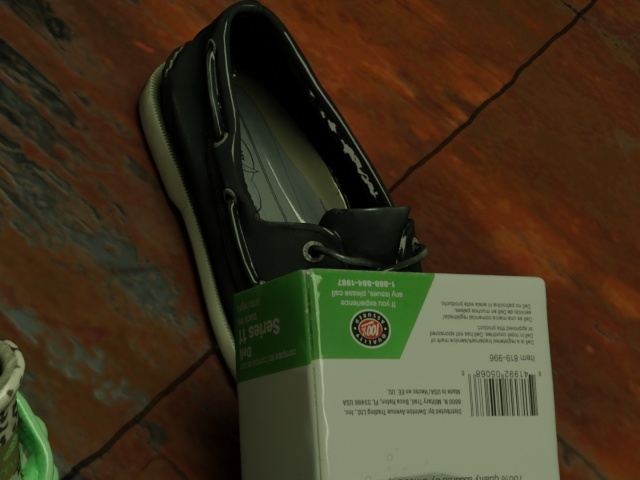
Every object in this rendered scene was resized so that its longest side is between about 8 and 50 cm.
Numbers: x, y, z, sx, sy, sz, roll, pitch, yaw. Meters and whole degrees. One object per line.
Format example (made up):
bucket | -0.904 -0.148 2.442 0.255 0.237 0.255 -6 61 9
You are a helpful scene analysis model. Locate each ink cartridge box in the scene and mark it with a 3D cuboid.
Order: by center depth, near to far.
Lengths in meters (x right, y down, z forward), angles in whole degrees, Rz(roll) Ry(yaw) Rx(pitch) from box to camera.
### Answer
ink cartridge box | 0.042 0.125 0.912 0.153 0.087 0.208 4 77 -31

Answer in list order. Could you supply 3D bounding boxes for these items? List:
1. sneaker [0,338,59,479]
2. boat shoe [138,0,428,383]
sneaker | -0.156 0.102 0.656 0.410 0.182 0.158 40 49 -33
boat shoe | 0.003 -0.001 1.038 0.127 0.113 0.340 0 54 -37
